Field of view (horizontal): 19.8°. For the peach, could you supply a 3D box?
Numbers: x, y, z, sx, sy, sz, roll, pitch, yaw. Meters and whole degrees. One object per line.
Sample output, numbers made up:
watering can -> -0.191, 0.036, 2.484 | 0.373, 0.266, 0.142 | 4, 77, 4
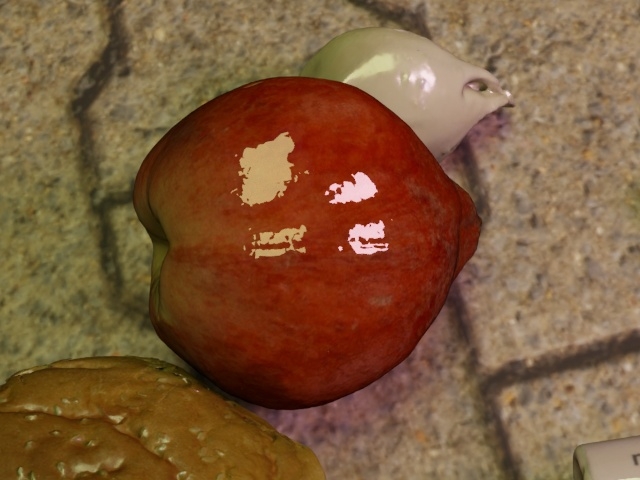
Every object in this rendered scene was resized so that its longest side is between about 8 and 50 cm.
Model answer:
peach -> 0.000, 0.000, 1.296 | 0.257, 0.232, 0.232 | -3, 54, -14

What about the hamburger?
hamburger -> -0.137, 0.190, 1.191 | 0.285, 0.134, 0.265 | 22, 36, 29

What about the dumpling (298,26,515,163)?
dumpling -> 0.047, -0.115, 1.443 | 0.155, 0.181, 0.111 | 35, 102, 57

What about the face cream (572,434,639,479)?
face cream -> 0.330, 0.158, 1.226 | 0.311, 0.092, 0.092 | -8, 55, 0
